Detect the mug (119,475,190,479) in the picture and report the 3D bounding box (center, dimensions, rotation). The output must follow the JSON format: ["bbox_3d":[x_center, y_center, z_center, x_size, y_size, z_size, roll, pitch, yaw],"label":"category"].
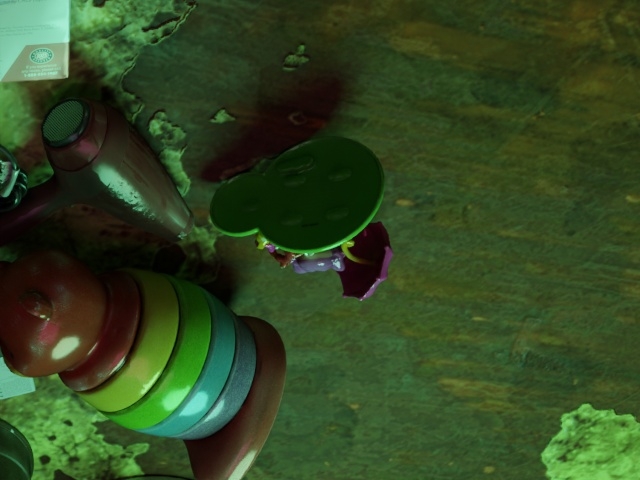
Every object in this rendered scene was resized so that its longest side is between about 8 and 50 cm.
[{"bbox_3d":[-0.214,0.487,1.890,0.374,0.328,0.276,-32,132,8],"label":"mug"}]

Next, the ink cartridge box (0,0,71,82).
[{"bbox_3d":[-0.264,-0.227,1.444,0.115,0.067,0.198,-5,132,-17],"label":"ink cartridge box"}]

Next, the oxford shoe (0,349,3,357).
[{"bbox_3d":[-0.405,0.086,1.635,0.271,0.098,0.097,10,125,-27],"label":"oxford shoe"}]

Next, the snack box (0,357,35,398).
[{"bbox_3d":[-0.374,0.141,1.746,0.178,0.022,0.064,-13,133,-10],"label":"snack box"}]

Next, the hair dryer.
[{"bbox_3d":[-0.251,-0.049,1.615,0.294,0.080,0.223,8,143,-21],"label":"hair dryer"}]

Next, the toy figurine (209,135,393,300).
[{"bbox_3d":[0.000,0.000,1.717,0.173,0.130,0.159,-8,145,16],"label":"toy figurine"}]

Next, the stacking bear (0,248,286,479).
[{"bbox_3d":[-0.186,0.100,1.676,0.289,0.175,0.164,28,101,-38],"label":"stacking bear"}]

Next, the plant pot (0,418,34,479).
[{"bbox_3d":[-0.359,0.290,1.781,0.167,0.165,0.167,-10,132,-12],"label":"plant pot"}]
